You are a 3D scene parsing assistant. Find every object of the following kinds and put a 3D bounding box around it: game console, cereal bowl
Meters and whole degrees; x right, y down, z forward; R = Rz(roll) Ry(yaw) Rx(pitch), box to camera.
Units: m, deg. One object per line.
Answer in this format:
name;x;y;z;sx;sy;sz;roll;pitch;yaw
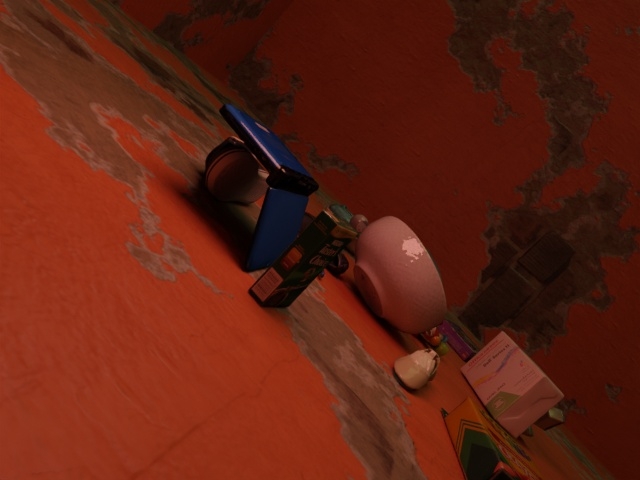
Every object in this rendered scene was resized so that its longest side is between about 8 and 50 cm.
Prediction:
game console;-0.119;-0.097;1.052;0.250;0.173;0.293;50;9;6
cereal bowl;0.189;0.111;1.460;0.339;0.141;0.339;58;-15;25

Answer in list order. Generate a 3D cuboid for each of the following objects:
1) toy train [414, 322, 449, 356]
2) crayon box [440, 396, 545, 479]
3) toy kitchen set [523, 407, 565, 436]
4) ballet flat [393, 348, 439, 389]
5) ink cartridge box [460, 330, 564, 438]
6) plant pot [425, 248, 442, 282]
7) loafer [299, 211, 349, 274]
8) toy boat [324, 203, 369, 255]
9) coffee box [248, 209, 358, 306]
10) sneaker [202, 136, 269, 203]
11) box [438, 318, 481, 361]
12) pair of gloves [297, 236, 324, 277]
toy train;0.364;0.312;1.712;0.143;0.105;0.248;60;10;-11
crayon box;0.358;0.447;1.065;0.202;0.081;0.318;43;8;-5
toy kitchen set;0.717;0.534;1.775;0.122;0.166;0.207;26;42;-22
ballet flat;0.230;0.285;1.229;0.086;0.086;0.248;47;10;19
ink cartridge box;0.602;0.445;1.758;0.119;0.207;0.353;43;8;-18
plant pot;0.294;0.146;1.718;0.165;0.166;0.234;4;25;-13
loafer;0.000;0.000;1.507;0.223;0.076;0.078;52;3;21
toy boat;0.123;-0.042;2.022;0.267;0.148;0.318;45;9;0
coffee box;-0.026;0.034;0.886;0.040;0.184;0.113;46;9;20
sneaker;-0.205;-0.163;1.195;0.127;0.126;0.321;48;2;6
box;0.604;0.437;2.292;0.201;0.057;0.293;51;11;33
pair of gloves;-0.056;0.021;1.345;0.198;0.023;0.159;45;11;10
